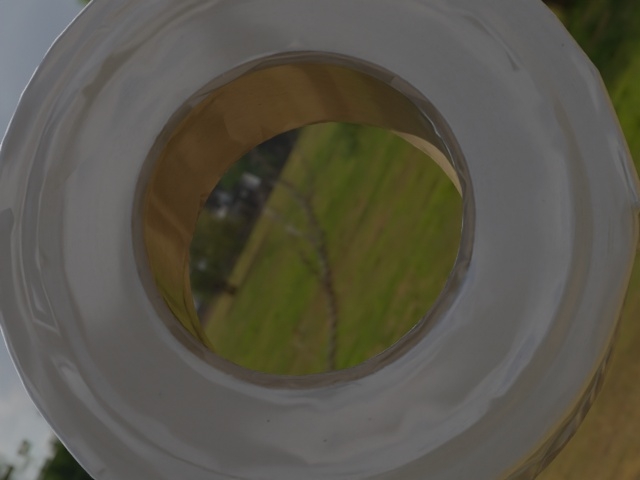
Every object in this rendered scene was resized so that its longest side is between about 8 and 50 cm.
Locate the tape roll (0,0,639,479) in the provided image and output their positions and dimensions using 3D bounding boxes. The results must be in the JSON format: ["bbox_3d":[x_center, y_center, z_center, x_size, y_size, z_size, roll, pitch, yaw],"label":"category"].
[{"bbox_3d":[0.000,0.000,0.818,0.286,0.286,0.100,-64,-13,-8],"label":"tape roll"}]
